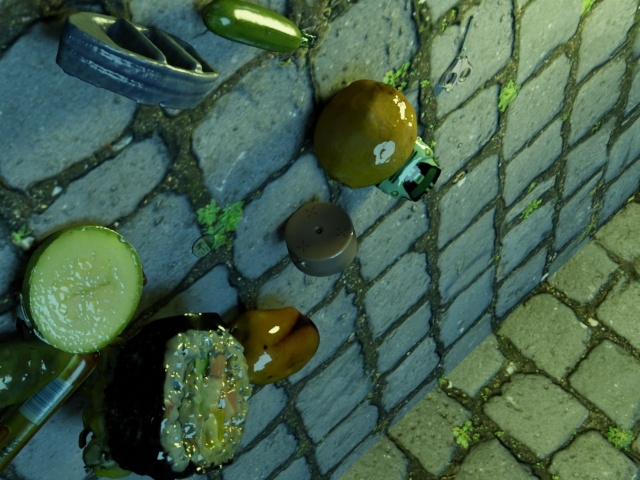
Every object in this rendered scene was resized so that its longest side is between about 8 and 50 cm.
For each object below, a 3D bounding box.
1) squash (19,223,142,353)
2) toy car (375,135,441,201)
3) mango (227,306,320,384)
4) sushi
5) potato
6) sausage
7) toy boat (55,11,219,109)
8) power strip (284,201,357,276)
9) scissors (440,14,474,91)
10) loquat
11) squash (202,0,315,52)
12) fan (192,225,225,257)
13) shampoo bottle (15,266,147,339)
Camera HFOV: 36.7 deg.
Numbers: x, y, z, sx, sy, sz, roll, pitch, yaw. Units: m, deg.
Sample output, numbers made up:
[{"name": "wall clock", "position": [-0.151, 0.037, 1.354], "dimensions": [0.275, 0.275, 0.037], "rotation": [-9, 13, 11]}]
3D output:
[{"name": "squash", "position": [-0.392, 0.078, 1.606], "dimensions": [0.219, 0.041, 0.219], "rotation": [-15, 112, -41]}, {"name": "toy car", "position": [0.191, -0.151, 2.086], "dimensions": [0.136, 0.125, 0.306], "rotation": [-52, 177, 6]}, {"name": "mango", "position": [-0.121, 0.239, 2.198], "dimensions": [0.287, 0.152, 0.201], "rotation": [-6, 123, -56]}, {"name": "sushi", "position": [-0.323, 0.304, 1.881], "dimensions": [0.328, 0.285, 0.329], "rotation": [2, 87, -64]}, {"name": "potato", "position": [-0.507, 0.213, 1.657], "dimensions": [0.225, 0.090, 0.117], "rotation": [-27, 141, -48]}, {"name": "sausage", "position": [-0.528, 0.311, 1.771], "dimensions": [0.371, 0.082, 0.082], "rotation": [-49, 153, -1]}, {"name": "toy boat", "position": [-0.261, -0.257, 1.362], "dimensions": [0.078, 0.127, 0.283], "rotation": [-52, 156, 21]}, {"name": "power strip", "position": [0.000, 0.000, 2.058], "dimensions": [0.154, 0.154, 0.078], "rotation": [-41, 152, -14]}, {"name": "scissors", "position": [0.316, -0.414, 2.132], "dimensions": [0.100, 0.015, 0.189], "rotation": [-26, 145, -33]}, {"name": "loquat", "position": [0.089, -0.212, 1.881], "dimensions": [0.234, 0.187, 0.176], "rotation": [-56, -173, -4]}, {"name": "squash", "position": [-0.103, -0.342, 1.550], "dimensions": [0.252, 0.066, 0.066], "rotation": [2, 125, -56]}, {"name": "fan", "position": [-0.224, 0.002, 1.891], "dimensions": [0.060, 0.003, 0.080], "rotation": [3, 124, -58]}, {"name": "shampoo bottle", "position": [-0.414, 0.102, 1.672], "dimensions": [0.236, 0.067, 0.068], "rotation": [-30, 135, -30]}]
